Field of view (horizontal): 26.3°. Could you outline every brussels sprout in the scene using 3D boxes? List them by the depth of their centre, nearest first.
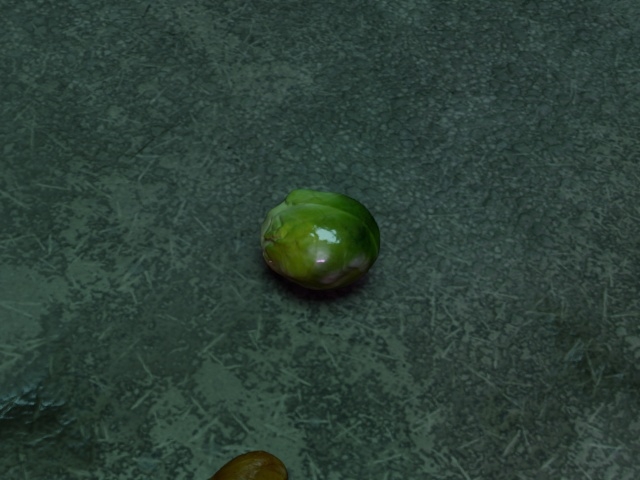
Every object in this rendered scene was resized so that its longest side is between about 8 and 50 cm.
[{"bbox_3d":[0.001,0.004,1.758,0.155,0.117,0.155,-14,27,7],"label":"brussels sprout"}]

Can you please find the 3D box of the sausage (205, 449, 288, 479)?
[{"bbox_3d":[-0.171,0.303,1.472,0.302,0.076,0.103,-11,50,-19],"label":"sausage"}]
